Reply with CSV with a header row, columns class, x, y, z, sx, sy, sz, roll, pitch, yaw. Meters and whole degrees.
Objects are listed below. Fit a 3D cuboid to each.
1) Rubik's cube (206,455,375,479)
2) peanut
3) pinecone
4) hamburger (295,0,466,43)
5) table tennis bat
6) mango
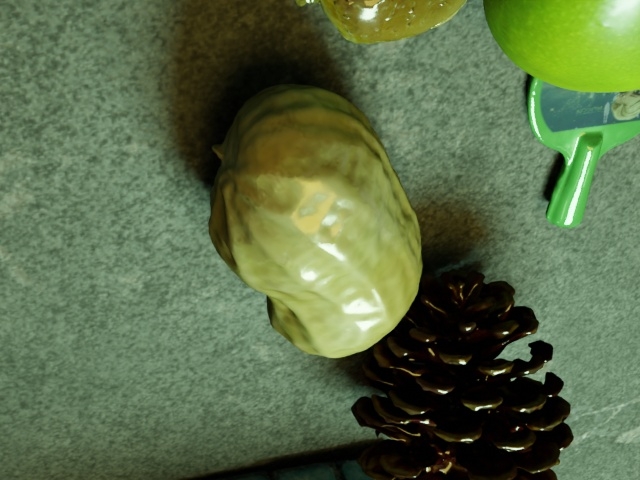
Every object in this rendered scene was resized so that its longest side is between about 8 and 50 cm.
class,x,y,z,sx,sy,sz,roll,pitch,yaw
Rubik's cube,-0.036,0.498,1.329,0.337,0.344,0.344,-7,135,-19
peanut,0.005,-0.003,1.008,0.174,0.158,0.340,-45,140,-8
pinecone,0.151,0.160,1.190,0.246,0.246,0.292,-11,120,-15
hamburger,0.058,-0.234,0.832,0.159,0.131,0.185,22,117,-39
table tennis bat,0.270,-0.119,1.110,0.160,0.039,0.257,-6,131,-17
mango,0.218,-0.190,0.834,0.192,0.343,0.156,-1,95,10
